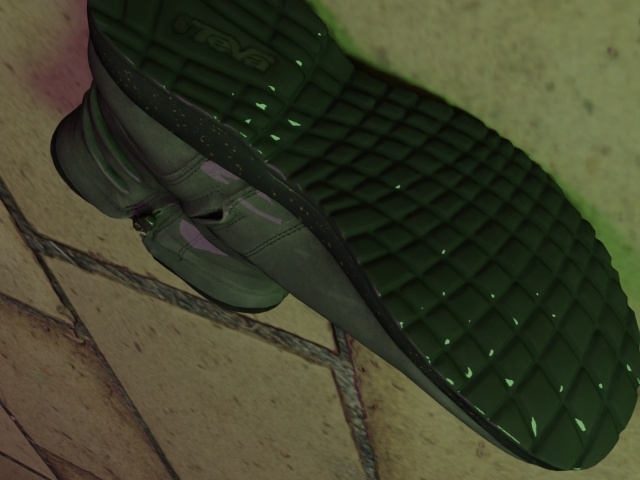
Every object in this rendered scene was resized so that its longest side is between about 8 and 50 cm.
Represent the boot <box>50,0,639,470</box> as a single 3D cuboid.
[{"bbox_3d":[0.000,0.000,0.573,0.338,0.118,0.222,46,154,3],"label":"boot"}]
